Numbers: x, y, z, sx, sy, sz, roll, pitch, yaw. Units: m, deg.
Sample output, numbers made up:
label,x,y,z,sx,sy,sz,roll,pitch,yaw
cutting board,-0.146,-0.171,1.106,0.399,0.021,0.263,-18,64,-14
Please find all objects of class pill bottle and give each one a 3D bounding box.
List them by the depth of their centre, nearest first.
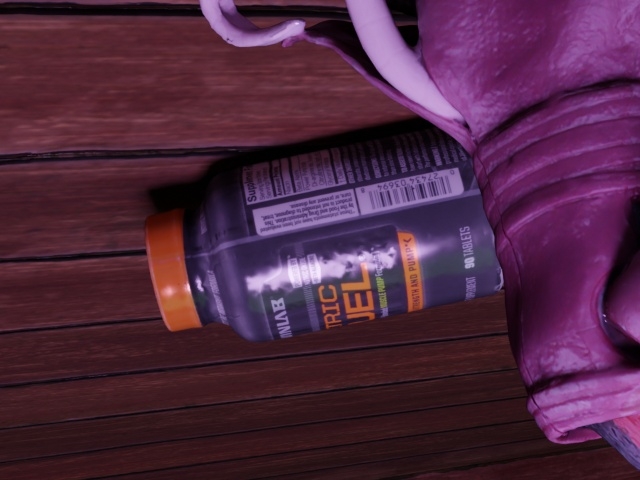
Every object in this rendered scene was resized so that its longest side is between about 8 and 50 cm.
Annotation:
label,x,y,z,sx,sy,sz,roll,pitch,yaw
pill bottle,0.000,0.000,0.827,0.246,0.130,0.130,-12,158,0

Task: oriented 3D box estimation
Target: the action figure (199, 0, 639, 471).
label,x,y,z,sx,sy,sz,roll,pitch,yaw
action figure,0.112,-0.037,0.476,0.276,0.370,0.248,-2,154,-15
